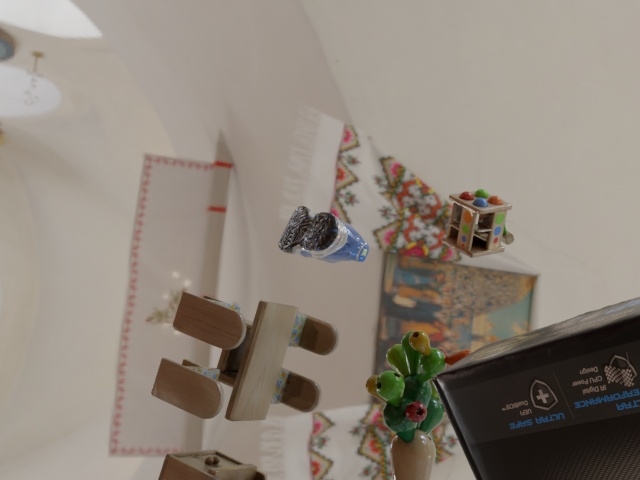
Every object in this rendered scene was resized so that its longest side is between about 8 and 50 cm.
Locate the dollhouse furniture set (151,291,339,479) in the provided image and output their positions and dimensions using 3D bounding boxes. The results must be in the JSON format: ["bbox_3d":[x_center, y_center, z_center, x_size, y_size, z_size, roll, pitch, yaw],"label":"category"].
[{"bbox_3d":[-0.063,0.194,0.955,0.161,0.212,0.242,16,-91,31],"label":"dollhouse furniture set"}]

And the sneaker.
[{"bbox_3d":[0.000,0.000,1.267,0.080,0.081,0.211,-64,-157,-1],"label":"sneaker"}]

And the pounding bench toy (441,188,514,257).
[{"bbox_3d":[0.190,-0.025,0.962,0.052,0.083,0.065,33,-56,49],"label":"pounding bench toy"}]

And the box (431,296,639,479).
[{"bbox_3d":[0.171,0.111,0.381,0.220,0.051,0.175,-28,-96,49],"label":"box"}]

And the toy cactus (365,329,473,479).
[{"bbox_3d":[0.112,0.190,0.916,0.219,0.112,0.180,33,60,-76],"label":"toy cactus"}]
